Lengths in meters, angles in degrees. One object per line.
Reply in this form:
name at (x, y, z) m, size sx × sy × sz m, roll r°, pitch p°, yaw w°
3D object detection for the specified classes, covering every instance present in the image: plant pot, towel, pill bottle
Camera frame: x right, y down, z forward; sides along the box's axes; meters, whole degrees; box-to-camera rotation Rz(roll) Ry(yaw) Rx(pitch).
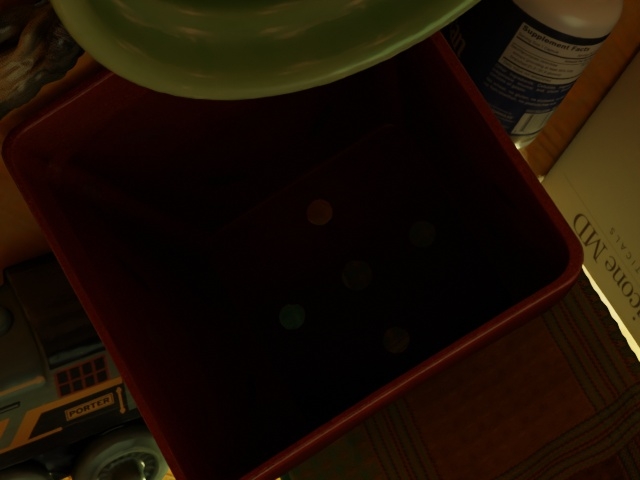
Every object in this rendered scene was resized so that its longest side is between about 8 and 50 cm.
plant pot at (0.000, 0.000, 1.063) m, size 0.267 × 0.267 × 0.236 m, roll -32°, pitch 163°, yaw 4°
towel at (0.081, 0.102, 1.167) m, size 0.271 × 0.370 × 0.040 m, roll -35°, pitch 135°, yaw 9°
pill bottle at (0.145, -0.149, 1.098) m, size 0.094 × 0.094 × 0.169 m, roll -6°, pitch 143°, yaw -36°

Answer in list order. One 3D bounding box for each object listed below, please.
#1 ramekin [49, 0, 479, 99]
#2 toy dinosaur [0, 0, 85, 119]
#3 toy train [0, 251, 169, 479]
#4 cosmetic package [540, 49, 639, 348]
ramekin at (-0.016, -0.224, 0.781) m, size 0.303 × 0.148 × 0.303 m, roll -22°, pitch 150°, yaw -14°
toy dinosaur at (-0.159, -0.118, 0.912) m, size 0.268 × 0.064 × 0.118 m, roll -35°, pitch 165°, yaw 9°
toy train at (-0.243, 0.119, 1.142) m, size 0.334 × 0.142 × 0.190 m, roll -19°, pitch 137°, yaw -16°
cosmetic package at (0.381, -0.110, 1.236) m, size 0.161 × 0.230 × 0.453 m, roll -6°, pitch 142°, yaw -36°
